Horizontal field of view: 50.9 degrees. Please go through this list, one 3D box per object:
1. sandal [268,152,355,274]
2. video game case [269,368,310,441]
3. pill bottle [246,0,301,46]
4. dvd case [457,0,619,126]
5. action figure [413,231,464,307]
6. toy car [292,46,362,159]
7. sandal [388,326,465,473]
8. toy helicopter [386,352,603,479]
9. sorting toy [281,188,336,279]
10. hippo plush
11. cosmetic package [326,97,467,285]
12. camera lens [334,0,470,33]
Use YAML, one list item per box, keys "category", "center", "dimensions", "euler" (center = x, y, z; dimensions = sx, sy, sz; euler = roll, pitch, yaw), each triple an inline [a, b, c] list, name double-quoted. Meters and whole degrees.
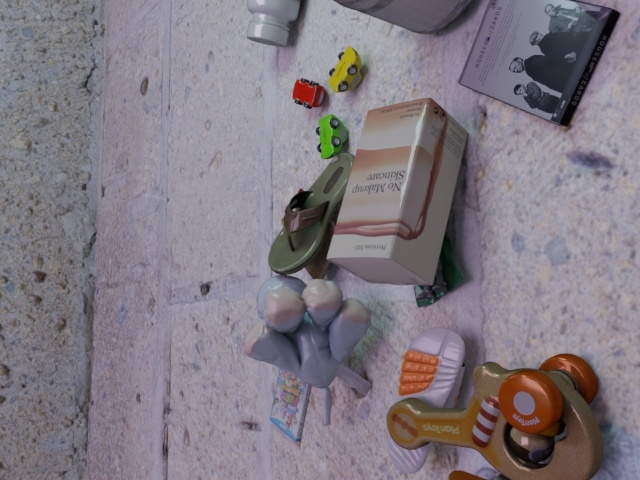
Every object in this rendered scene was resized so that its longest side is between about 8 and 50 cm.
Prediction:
- category: "sandal"
  center: [-0.028, -0.067, 1.422]
  dimensions: [0.120, 0.086, 0.302]
  euler: [23, 79, 44]
- category: "video game case"
  center: [-0.069, 0.364, 1.562]
  dimensions: [0.119, 0.015, 0.166]
  euler: [21, 102, 53]
- category: "pill bottle"
  center: [-0.112, -0.604, 1.656]
  dimensions: [0.131, 0.131, 0.229]
  euler: [22, 103, 53]
- category: "dvd case"
  center: [0.339, -0.305, 1.085]
  dimensions: [0.239, 0.030, 0.179]
  euler: [42, 119, 48]
- category: "action figure"
  center: [0.185, -0.008, 1.232]
  dimensions: [0.137, 0.064, 0.232]
  euler: [-40, 51, 48]
- category: "toy car"
  center: [0.024, -0.286, 1.493]
  dimensions: [0.239, 0.053, 0.224]
  euler: [-18, 71, 52]
- category: "sandal"
  center: [0.186, 0.272, 1.167]
  dimensions: [0.102, 0.076, 0.265]
  euler: [24, 102, 36]
- category: "toy helicopter"
  center: [0.249, 0.302, 1.018]
  dimensions: [0.355, 0.140, 0.234]
  euler: [-11, 87, 45]
- category: "sorting toy"
  center: [0.000, 0.000, 1.491]
  dimensions: [0.274, 0.046, 0.132]
  euler: [50, 124, 44]
- category: "hippo plush"
  center: [-0.013, 0.164, 1.389]
  dimensions: [0.234, 0.294, 0.236]
  euler: [-41, 23, 11]
- category: "cosmetic package"
  center: [0.135, -0.081, 1.167]
  dimensions: [0.153, 0.129, 0.296]
  euler: [-3, 65, 45]
- category: "camera lens"
  center: [0.133, -0.502, 1.184]
  dimensions: [0.219, 0.274, 0.219]
  euler: [-11, 76, 53]
